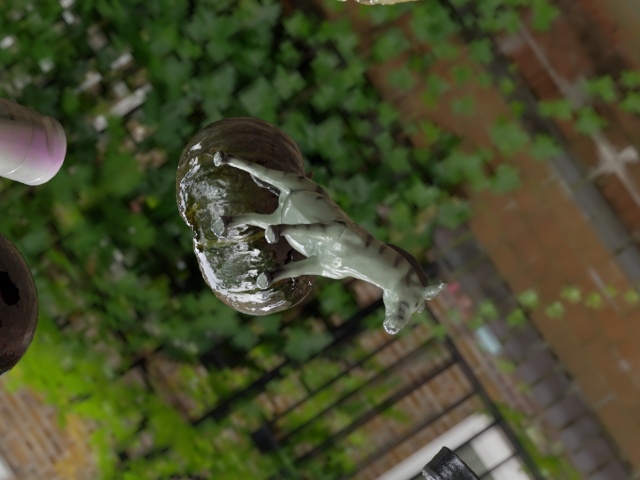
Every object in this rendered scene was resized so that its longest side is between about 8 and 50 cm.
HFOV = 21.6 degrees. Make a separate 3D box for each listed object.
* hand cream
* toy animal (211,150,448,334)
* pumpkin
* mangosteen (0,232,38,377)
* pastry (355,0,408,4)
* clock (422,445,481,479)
[{"bbox_3d":[-0.344,-0.116,1.439,0.111,0.070,0.312,45,-167,29],"label":"hand cream"},{"bbox_3d":[0.003,-0.004,1.588,0.176,0.073,0.217,3,-146,-37],"label":"toy animal"},{"bbox_3d":[-0.075,-0.031,1.989,0.238,0.159,0.238,-19,-90,-83],"label":"pumpkin"},{"bbox_3d":[-0.456,0.073,2.062,0.228,0.228,0.265,56,-178,-11],"label":"mangosteen"},{"bbox_3d":[0.076,-0.360,1.731,0.236,0.256,0.170,20,-127,-50],"label":"pastry"},{"bbox_3d":[0.177,0.300,1.786,0.184,0.040,0.184,49,174,7],"label":"clock"}]
